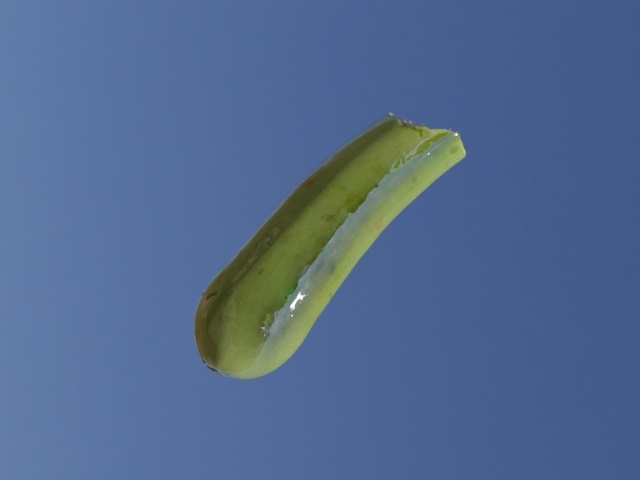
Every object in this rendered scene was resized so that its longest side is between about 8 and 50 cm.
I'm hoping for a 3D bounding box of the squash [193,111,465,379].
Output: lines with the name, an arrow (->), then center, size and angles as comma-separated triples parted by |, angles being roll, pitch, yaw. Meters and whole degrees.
squash -> 0.000, 0.000, 1.099 | 0.250, 0.083, 0.083 | -48, -143, -8
